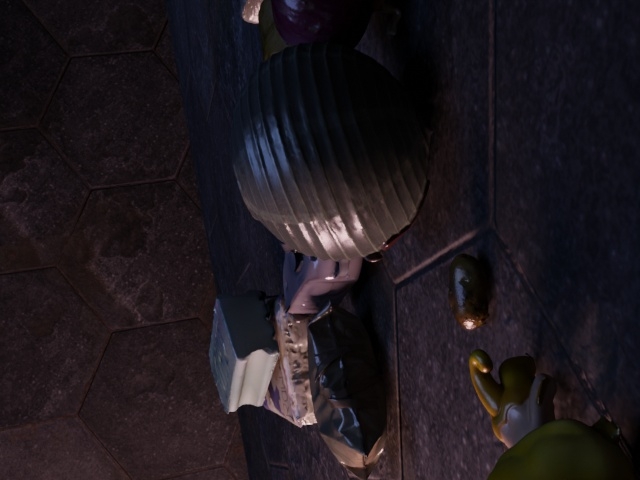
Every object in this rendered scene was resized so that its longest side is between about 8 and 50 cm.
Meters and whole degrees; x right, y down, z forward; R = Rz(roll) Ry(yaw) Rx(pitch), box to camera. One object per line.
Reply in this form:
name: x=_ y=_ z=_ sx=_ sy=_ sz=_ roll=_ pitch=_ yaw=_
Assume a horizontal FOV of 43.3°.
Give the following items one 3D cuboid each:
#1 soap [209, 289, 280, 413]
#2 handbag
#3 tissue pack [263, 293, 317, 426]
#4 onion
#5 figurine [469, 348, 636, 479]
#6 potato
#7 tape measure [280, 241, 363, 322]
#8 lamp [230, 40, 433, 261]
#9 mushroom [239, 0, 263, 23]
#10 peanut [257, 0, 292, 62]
soap: x=-0.151 y=0.212 z=1.516 sx=0.261 sy=0.094 sz=0.150 roll=108 pitch=151 yaw=-53
handbag: x=0.040 y=0.225 z=1.246 sx=0.182 sy=0.117 sz=0.270 roll=83 pitch=174 yaw=-61
tissue pack: x=-0.052 y=0.220 z=1.577 sx=0.344 sy=0.126 sz=0.242 roll=161 pitch=101 yaw=-73
onion: x=0.013 y=-0.311 z=0.986 sx=0.177 sy=0.154 sz=0.177 roll=173 pitch=90 yaw=-87
figurine: x=0.190 y=0.192 z=0.675 sx=0.246 sy=0.131 sz=0.156 roll=-104 pitch=27 yaw=-64
potato: x=0.156 y=0.055 z=0.855 sx=0.051 sy=0.040 sz=0.083 roll=-173 pitch=73 yaw=-70
tape measure: x=0.000 y=0.000 z=1.271 sx=0.236 sy=0.120 sz=0.197 roll=123 pitch=143 yaw=-61
lamp: x=0.018 y=-0.100 z=0.943 sx=0.233 sy=0.233 sz=0.265 roll=158 pitch=98 yaw=-75
mushroom: x=-0.131 y=-0.518 z=1.545 sx=0.092 sy=0.081 sz=0.223 roll=40 pitch=-146 yaw=-57
peanut: x=-0.042 y=-0.322 z=1.277 sx=0.120 sy=0.110 sz=0.236 roll=65 pitch=-169 yaw=-52
